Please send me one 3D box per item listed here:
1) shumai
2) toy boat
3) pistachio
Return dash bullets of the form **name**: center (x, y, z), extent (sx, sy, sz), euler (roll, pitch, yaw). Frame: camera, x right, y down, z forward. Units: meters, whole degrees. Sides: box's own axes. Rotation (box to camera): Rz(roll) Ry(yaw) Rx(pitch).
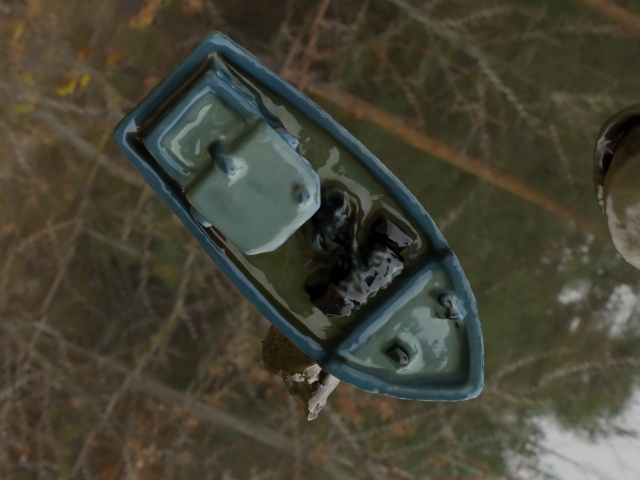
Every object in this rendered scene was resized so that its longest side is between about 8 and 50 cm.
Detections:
- **shumai**: center (0.000, 0.117, 1.648), extent (0.123, 0.105, 0.139), euler (-30, -139, 7)
- **toy boat**: center (0.000, 0.000, 1.096), extent (0.145, 0.332, 0.133), euler (-44, -165, 7)
- **pistachio**: center (0.301, -0.036, 1.239), extent (0.226, 0.136, 0.136), euler (45, 64, -49)
